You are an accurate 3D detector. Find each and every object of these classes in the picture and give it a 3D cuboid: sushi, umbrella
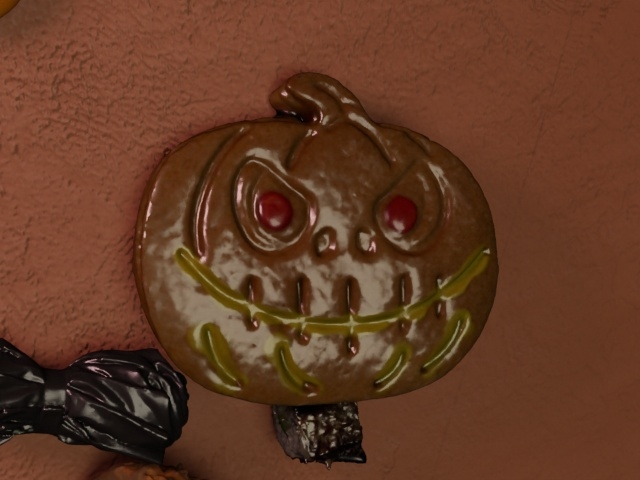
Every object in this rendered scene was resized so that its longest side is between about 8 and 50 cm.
[{"bbox_3d":[-0.004,0.203,1.224,0.084,0.094,0.098,-10,91,-25],"label":"sushi"},{"bbox_3d":[-0.294,0.153,1.072,0.340,0.118,0.118,6,100,-22],"label":"umbrella"}]

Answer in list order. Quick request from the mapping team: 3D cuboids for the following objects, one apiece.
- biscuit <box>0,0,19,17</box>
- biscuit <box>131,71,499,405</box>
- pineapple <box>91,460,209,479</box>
[{"bbox_3d":[-0.330,-0.272,0.962,0.170,0.050,0.170,-7,106,-26],"label":"biscuit"},{"bbox_3d":[0.003,0.000,1.149,0.394,0.070,0.350,-7,94,-19],"label":"biscuit"},{"bbox_3d":[-0.101,0.354,1.196,0.340,0.169,0.169,31,88,-37],"label":"pineapple"}]
